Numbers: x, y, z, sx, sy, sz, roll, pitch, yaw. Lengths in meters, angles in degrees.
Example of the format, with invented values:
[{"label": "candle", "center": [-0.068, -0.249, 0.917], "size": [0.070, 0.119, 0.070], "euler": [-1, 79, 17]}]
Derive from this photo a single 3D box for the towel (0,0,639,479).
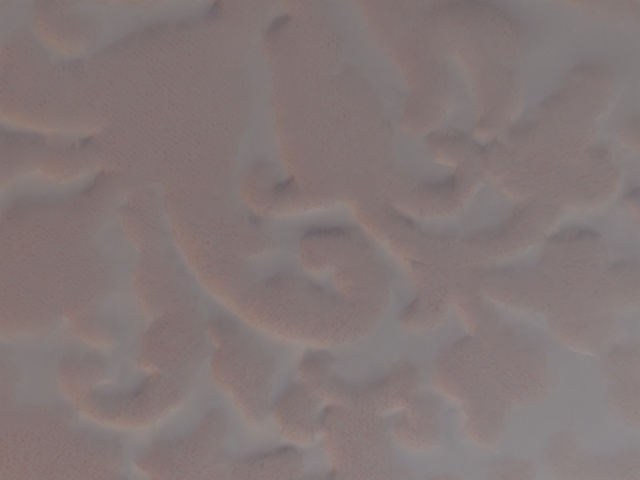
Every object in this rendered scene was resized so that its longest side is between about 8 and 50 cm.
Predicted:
[{"label": "towel", "center": [0.000, 0.000, 0.473], "size": [0.332, 0.317, 0.053], "euler": [38, 15, -10]}]
